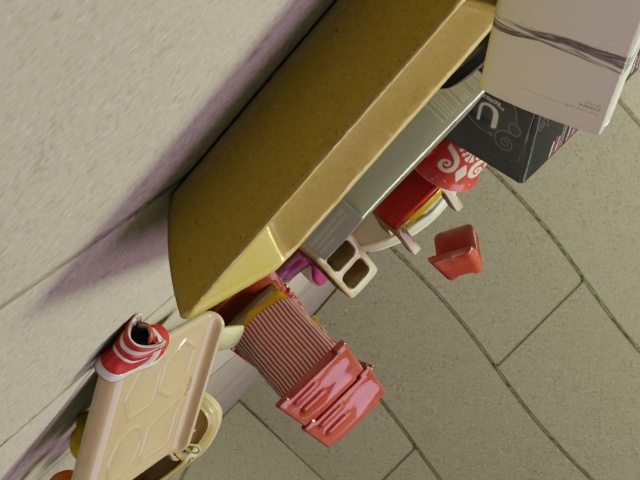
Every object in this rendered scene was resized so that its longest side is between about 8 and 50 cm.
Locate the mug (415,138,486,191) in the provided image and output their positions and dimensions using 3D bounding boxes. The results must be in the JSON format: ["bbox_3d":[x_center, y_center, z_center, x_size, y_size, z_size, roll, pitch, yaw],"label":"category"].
[{"bbox_3d":[0.191,-0.152,1.850,0.169,0.113,0.150,-55,174,39],"label":"mug"}]

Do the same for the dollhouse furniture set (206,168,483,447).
[{"bbox_3d":[0.053,0.058,1.862,0.374,0.201,0.152,-45,141,-5],"label":"dollhouse furniture set"}]

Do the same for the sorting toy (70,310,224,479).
[{"bbox_3d":[-0.196,0.183,1.583,0.208,0.038,0.193,-22,134,-59],"label":"sorting toy"}]

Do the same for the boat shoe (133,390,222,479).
[{"bbox_3d":[-0.275,0.369,2.465,0.285,0.104,0.089,-49,178,25],"label":"boat shoe"}]

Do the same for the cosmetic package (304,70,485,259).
[{"bbox_3d":[0.059,-0.103,1.509,0.238,0.107,0.127,-49,180,-27],"label":"cosmetic package"}]

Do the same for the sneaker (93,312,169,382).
[{"bbox_3d":[-0.173,0.098,1.430,0.067,0.042,0.118,-46,175,28],"label":"sneaker"}]

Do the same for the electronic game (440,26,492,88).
[{"bbox_3d":[0.179,-0.245,1.400,0.229,0.048,0.229,-51,-167,17],"label":"electronic game"}]

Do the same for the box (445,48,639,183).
[{"bbox_3d":[0.261,-0.224,1.706,0.270,0.165,0.143,-43,154,-32],"label":"box"}]

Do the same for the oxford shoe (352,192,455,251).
[{"bbox_3d":[0.157,-0.142,2.056,0.130,0.169,0.449,14,138,-37],"label":"oxford shoe"}]

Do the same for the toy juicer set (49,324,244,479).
[{"bbox_3d":[-0.232,0.206,1.702,0.329,0.089,0.209,-59,156,-7],"label":"toy juicer set"}]

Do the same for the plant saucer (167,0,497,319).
[{"bbox_3d":[0.009,-0.102,1.172,0.333,0.081,0.333,-48,176,12],"label":"plant saucer"}]

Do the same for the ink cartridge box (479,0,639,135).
[{"bbox_3d":[0.221,-0.241,1.102,0.283,0.117,0.207,92,22,-67],"label":"ink cartridge box"}]

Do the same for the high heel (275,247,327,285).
[{"bbox_3d":[0.000,0.000,2.048,0.117,0.082,0.244,-44,166,13],"label":"high heel"}]
